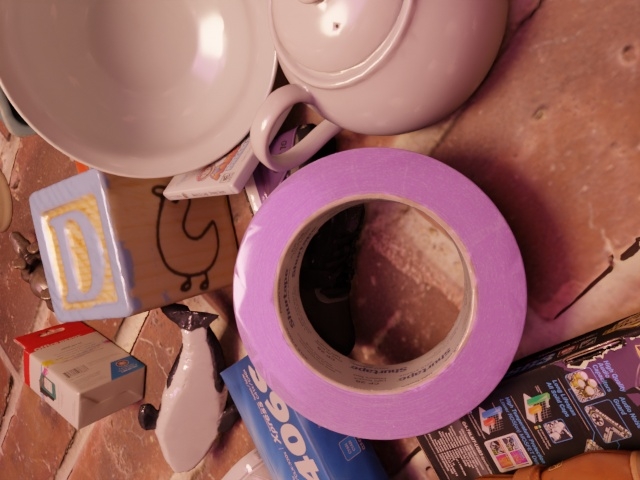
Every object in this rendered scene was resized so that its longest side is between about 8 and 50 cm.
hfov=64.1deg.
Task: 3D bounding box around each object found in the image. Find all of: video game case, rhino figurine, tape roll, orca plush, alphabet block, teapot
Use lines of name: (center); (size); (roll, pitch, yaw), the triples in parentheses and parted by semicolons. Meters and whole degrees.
video game case: (-0.115, -0.118, 0.643); (0.143, 0.157, 0.019); (0, 144, 42)
rhino figurine: (-0.569, 0.059, 1.034); (0.243, 0.073, 0.106); (38, 154, 25)
tape roll: (0.056, 0.049, 0.516); (0.274, 0.090, 0.275); (1, 93, 11)
orca plush: (-0.213, 0.217, 0.801); (0.102, 0.151, 0.287); (-131, 32, -61)
alphabet block: (-0.259, -0.001, 0.732); (0.193, 0.197, 0.192); (-7, 96, 37)
teapot: (0.038, -0.215, 0.483); (0.252, 0.187, 0.256); (-8, 95, 37)

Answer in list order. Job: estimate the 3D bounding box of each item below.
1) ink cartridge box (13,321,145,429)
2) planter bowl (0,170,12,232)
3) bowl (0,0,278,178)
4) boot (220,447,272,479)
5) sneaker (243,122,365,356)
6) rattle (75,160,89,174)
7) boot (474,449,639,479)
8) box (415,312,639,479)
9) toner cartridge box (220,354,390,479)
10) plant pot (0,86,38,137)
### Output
ink cartridge box: (-0.456, 0.241, 0.960); (0.231, 0.134, 0.078); (21, 111, 32)
planter bowl: (-0.790, -0.089, 1.152); (0.162, 0.109, 0.162); (8, 105, 34)
bowl: (-0.204, -0.232, 0.590); (0.134, 0.297, 0.298); (-127, 45, -62)
boot: (-0.121, 0.432, 0.779); (0.123, 0.095, 0.258); (51, 122, 25)
sneaker: (0.000, 0.000, 0.607); (0.124, 0.107, 0.283); (-22, 86, 31)
rattle: (-0.435, -0.039, 0.956); (0.130, 0.143, 0.200); (-2, 82, 4)
boot: (0.251, 0.307, 0.389); (0.220, 0.109, 0.283); (-24, 82, 35)
box: (0.274, 0.244, 0.474); (0.293, 0.073, 0.296); (-37, 77, 34)
toner cartridge box: (0.002, 0.293, 0.651); (0.348, 0.075, 0.165); (61, 144, 10)
plant pot: (-0.372, -0.313, 0.706); (0.252, 0.247, 0.247); (25, 131, 42)
